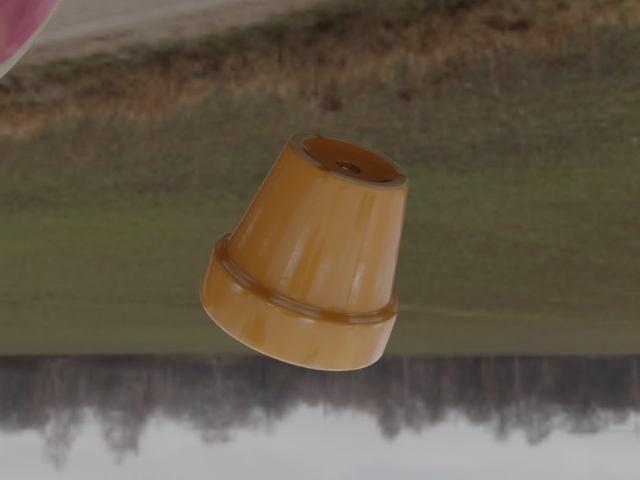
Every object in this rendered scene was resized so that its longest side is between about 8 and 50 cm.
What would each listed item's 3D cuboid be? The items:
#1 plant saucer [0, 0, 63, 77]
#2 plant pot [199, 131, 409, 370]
[{"bbox_3d":[-0.201,-0.225,0.860,0.084,0.332,0.332,29,171,-5],"label":"plant saucer"},{"bbox_3d":[0.000,0.000,1.346,0.205,0.188,0.205,17,-157,-7],"label":"plant pot"}]
